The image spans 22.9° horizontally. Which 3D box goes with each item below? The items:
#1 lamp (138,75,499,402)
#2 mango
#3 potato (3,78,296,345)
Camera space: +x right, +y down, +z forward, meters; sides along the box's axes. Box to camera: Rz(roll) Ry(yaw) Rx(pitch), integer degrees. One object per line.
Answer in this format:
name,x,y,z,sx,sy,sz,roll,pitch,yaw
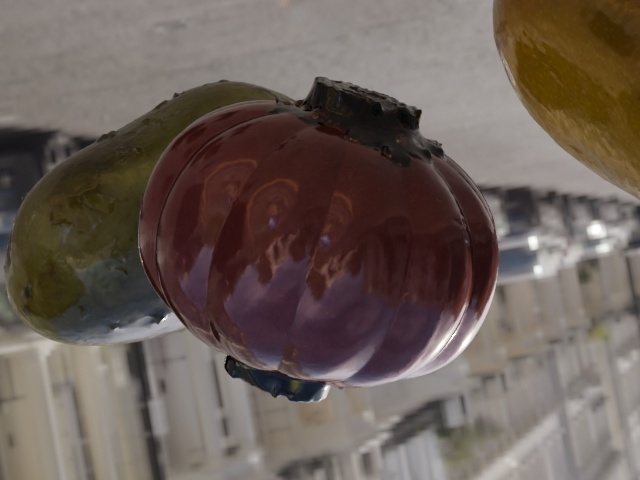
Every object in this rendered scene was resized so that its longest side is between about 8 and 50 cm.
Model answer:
lamp,0.000,0.000,0.464,0.107,0.092,0.107,16,-168,-3
mango,0.254,-0.110,1.175,0.144,0.359,0.187,-32,141,-13
potato,-0.132,-0.018,1.369,0.307,0.173,0.210,-26,158,-24
